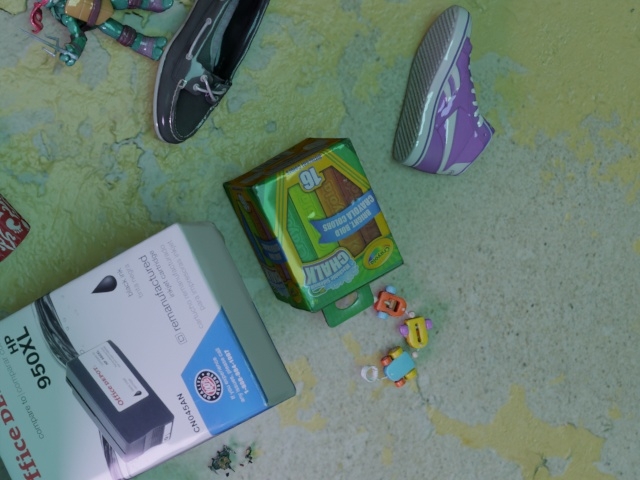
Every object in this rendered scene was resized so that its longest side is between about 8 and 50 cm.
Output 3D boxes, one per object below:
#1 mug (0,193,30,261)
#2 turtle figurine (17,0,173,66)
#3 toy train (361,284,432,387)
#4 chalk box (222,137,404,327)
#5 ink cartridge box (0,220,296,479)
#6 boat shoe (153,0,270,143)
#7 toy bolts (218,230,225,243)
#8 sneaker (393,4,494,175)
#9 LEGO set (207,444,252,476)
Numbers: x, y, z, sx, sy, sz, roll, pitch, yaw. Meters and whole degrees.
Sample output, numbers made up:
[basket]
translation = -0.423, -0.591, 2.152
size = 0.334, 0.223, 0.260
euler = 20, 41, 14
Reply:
[mug]
translation = -0.531, -0.042, 1.712
size = 0.169, 0.150, 0.113
euler = 47, 42, -21
[turtle figurine]
translation = -0.340, -0.351, 1.738
size = 0.234, 0.118, 0.175
euler = 8, 110, -37
[toy train]
translation = 0.122, 0.166, 1.989
size = 0.125, 0.046, 0.166
euler = 17, 85, -20
[chalk box]
translation = 0.000, 0.000, 1.858
size = 0.180, 0.179, 0.289
euler = -30, 103, -16
[ink cartridge box]
translation = -0.280, 0.187, 1.656
size = 0.395, 0.166, 0.285
euler = -28, 84, 12
[boat shoe]
translation = -0.163, -0.304, 1.801
size = 0.112, 0.095, 0.335
euler = 27, 82, -53
[toy bolts]
translation = -0.214, 0.086, 1.836
size = 0.218, 0.158, 0.229
euler = 2, 107, 19
[sneaker]
translation = 0.235, -0.249, 1.978
size = 0.161, 0.102, 0.282
euler = 13, 100, -24
[LEGO set]
translation = -0.152, 0.363, 1.915
size = 0.083, 0.023, 0.054
euler = 10, 93, -34
